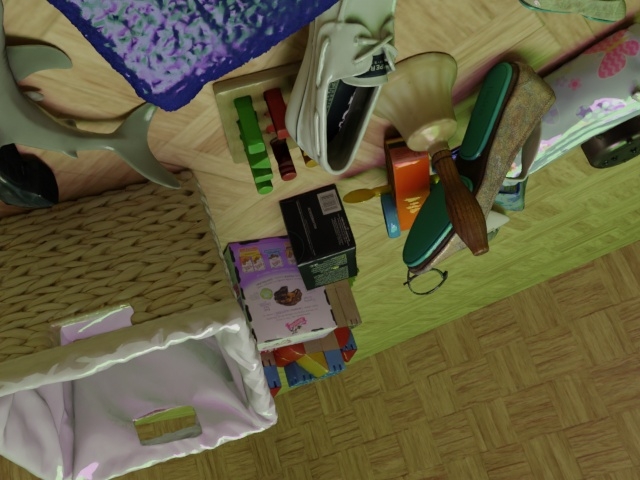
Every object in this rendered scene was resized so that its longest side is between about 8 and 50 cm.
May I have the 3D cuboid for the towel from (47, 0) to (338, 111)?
[{"bbox_3d":[-0.034,-0.233,0.318,0.308,0.076,0.228,-35,143,4],"label":"towel"}]

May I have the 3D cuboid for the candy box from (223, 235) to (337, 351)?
[{"bbox_3d":[-0.079,0.096,1.084,0.164,0.196,0.070,-7,158,-27],"label":"candy box"}]

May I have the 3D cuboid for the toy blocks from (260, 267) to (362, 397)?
[{"bbox_3d":[-0.039,0.210,1.331,0.381,0.261,0.190,-2,155,-39],"label":"toy blocks"}]

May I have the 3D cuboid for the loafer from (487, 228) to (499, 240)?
[{"bbox_3d":[0.279,-0.051,1.184,0.111,0.112,0.319,14,-170,37],"label":"loafer"}]

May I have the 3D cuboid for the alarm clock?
[{"bbox_3d":[0.584,-0.185,1.138,0.129,0.064,0.192,-24,163,16],"label":"alarm clock"}]

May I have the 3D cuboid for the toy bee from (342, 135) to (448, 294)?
[{"bbox_3d":[0.131,-0.068,0.952,0.195,0.162,0.298,2,134,-12],"label":"toy bee"}]

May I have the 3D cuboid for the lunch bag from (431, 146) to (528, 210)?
[{"bbox_3d":[0.279,-0.110,1.014,0.151,0.096,0.129,6,170,24],"label":"lunch bag"}]

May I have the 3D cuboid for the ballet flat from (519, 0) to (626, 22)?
[{"bbox_3d":[0.291,-0.275,0.639,0.168,0.057,0.052,-8,148,-29],"label":"ballet flat"}]

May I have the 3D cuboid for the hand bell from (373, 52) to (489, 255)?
[{"bbox_3d":[0.154,-0.094,0.715,0.126,0.242,0.126,-17,160,-6],"label":"hand bell"}]

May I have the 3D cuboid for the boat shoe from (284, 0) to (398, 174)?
[{"bbox_3d":[0.036,-0.176,0.543,0.095,0.084,0.258,-18,145,-27],"label":"boat shoe"}]

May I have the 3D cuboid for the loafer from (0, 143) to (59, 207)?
[{"bbox_3d":[-0.341,-0.072,0.606,0.061,0.062,0.170,-13,159,-1],"label":"loafer"}]

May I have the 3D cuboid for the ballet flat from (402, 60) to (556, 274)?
[{"bbox_3d":[0.225,-0.081,0.794,0.106,0.107,0.316,21,105,-20],"label":"ballet flat"}]

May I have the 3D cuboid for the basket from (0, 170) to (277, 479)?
[{"bbox_3d":[-0.260,0.132,0.797,0.328,0.266,0.331,-16,142,-8],"label":"basket"}]

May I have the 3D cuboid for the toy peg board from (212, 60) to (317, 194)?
[{"bbox_3d":[-0.031,-0.129,0.700,0.160,0.079,0.161,-16,161,-6],"label":"toy peg board"}]

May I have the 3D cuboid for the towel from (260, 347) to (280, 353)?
[{"bbox_3d":[-0.218,0.140,1.095,0.274,0.199,0.031,4,132,-49],"label":"towel"}]

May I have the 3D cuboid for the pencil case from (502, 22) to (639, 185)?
[{"bbox_3d":[0.359,-0.185,0.835,0.273,0.124,0.113,-29,158,29],"label":"pencil case"}]

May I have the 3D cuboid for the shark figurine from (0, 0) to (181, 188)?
[{"bbox_3d":[-0.261,-0.100,0.527,0.166,0.116,0.278,-21,159,11],"label":"shark figurine"}]

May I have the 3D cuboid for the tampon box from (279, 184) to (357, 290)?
[{"bbox_3d":[0.000,0.000,1.011,0.101,0.121,0.161,-17,161,-2],"label":"tampon box"}]
